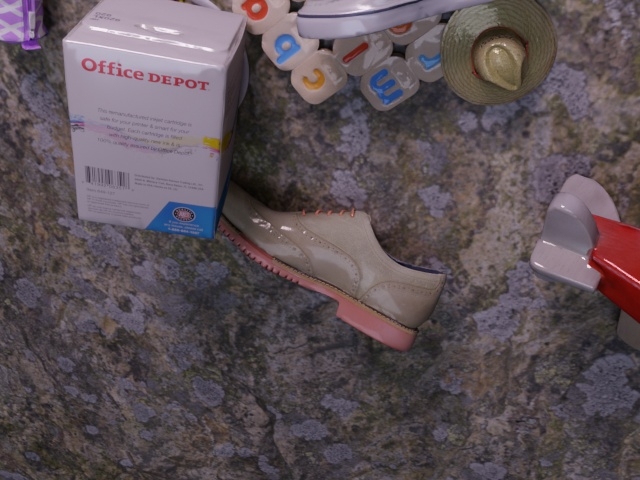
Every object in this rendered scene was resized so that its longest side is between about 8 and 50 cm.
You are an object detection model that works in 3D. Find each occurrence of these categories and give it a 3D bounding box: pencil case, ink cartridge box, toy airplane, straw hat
[{"bbox_3d":[-0.384,-0.342,0.802,0.088,0.086,0.206,43,138,26],"label":"pencil case"},{"bbox_3d":[-0.191,-0.151,0.785,0.171,0.168,0.232,9,128,-4],"label":"ink cartridge box"},{"bbox_3d":[0.448,0.035,0.765,0.272,0.386,0.384,-40,106,-10],"label":"toy airplane"},{"bbox_3d":[0.205,-0.205,0.739,0.144,0.061,0.144,1,128,1],"label":"straw hat"}]

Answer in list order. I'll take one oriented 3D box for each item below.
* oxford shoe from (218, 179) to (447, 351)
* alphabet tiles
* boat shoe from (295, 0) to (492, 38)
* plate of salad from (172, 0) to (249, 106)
[{"bbox_3d":[0.000,0.000,0.962,0.397,0.140,0.146,32,98,-4],"label":"oxford shoe"},{"bbox_3d":[0.043,-0.293,0.759,0.278,0.021,0.284,-29,115,30],"label":"alphabet tiles"},{"bbox_3d":[0.096,-0.281,0.683,0.267,0.096,0.088,-8,120,18],"label":"boat shoe"},{"bbox_3d":[-0.193,-0.234,0.859,0.200,0.048,0.200,9,130,11],"label":"plate of salad"}]
